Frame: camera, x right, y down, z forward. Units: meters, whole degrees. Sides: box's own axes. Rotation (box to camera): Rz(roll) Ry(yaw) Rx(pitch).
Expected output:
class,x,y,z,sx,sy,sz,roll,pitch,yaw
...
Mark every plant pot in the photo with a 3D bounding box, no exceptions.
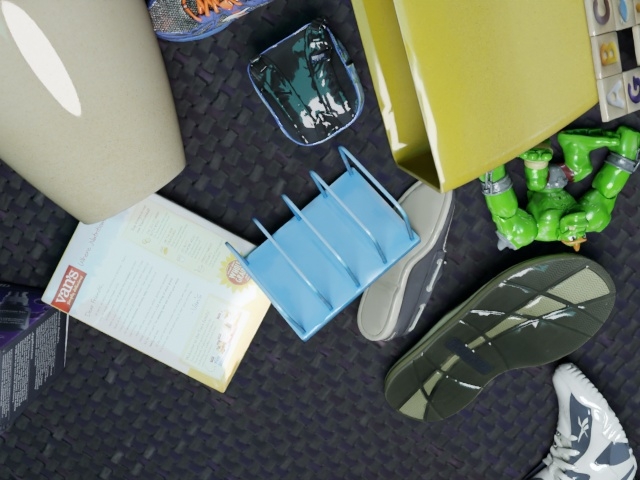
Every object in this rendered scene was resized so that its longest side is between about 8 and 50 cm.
class,x,y,z,sx,sy,sz,roll,pitch,yaw
plant pot,-0.259,-0.164,0.898,0.256,0.256,0.274,-26,107,12
plant pot,0.156,-0.188,0.873,0.187,0.212,0.212,-17,104,-3

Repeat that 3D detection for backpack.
class,x,y,z,sx,sy,sz,roll,pitch,yaw
backpack,-0.008,-0.166,0.948,0.105,0.084,0.114,-28,97,13

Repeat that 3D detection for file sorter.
class,x,y,z,sx,sy,sz,roll,pitch,yaw
file sorter,0.000,0.000,0.942,0.170,0.104,0.118,-41,69,-2

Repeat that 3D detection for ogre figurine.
class,x,y,z,sx,sy,sz,roll,pitch,yaw
ogre figurine,0.256,-0.055,0.950,0.197,0.096,0.118,-21,119,-34

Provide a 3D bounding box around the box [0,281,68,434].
class,x,y,z,sx,sy,sz,roll,pitch,yaw
box,-0.396,0.126,1.006,0.153,0.207,0.108,9,105,2

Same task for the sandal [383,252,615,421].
class,x,y,z,sx,sy,sz,roll,pitch,yaw
sandal,0.191,0.101,1.013,0.302,0.086,0.120,-36,106,29

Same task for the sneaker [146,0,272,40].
class,x,y,z,sx,sy,sz,roll,pitch,yaw
sneaker,-0.090,-0.273,0.924,0.221,0.087,0.083,-23,102,11

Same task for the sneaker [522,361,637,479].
class,x,y,z,sx,sy,sz,roll,pitch,yaw
sneaker,0.285,0.268,1.039,0.153,0.094,0.235,-27,112,3

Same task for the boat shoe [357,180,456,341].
class,x,y,z,sx,sy,sz,roll,pitch,yaw
boat shoe,0.109,0.022,1.016,0.065,0.075,0.206,11,106,-43

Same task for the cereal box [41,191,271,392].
class,x,y,z,sx,sy,sz,roll,pitch,yaw
cereal box,-0.178,0.046,1.029,0.240,0.047,0.173,28,93,-2

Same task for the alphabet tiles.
class,x,y,z,sx,sy,sz,roll,pitch,yaw
alphabet tiles,0.308,-0.250,0.855,0.009,0.198,0.237,0,107,48
